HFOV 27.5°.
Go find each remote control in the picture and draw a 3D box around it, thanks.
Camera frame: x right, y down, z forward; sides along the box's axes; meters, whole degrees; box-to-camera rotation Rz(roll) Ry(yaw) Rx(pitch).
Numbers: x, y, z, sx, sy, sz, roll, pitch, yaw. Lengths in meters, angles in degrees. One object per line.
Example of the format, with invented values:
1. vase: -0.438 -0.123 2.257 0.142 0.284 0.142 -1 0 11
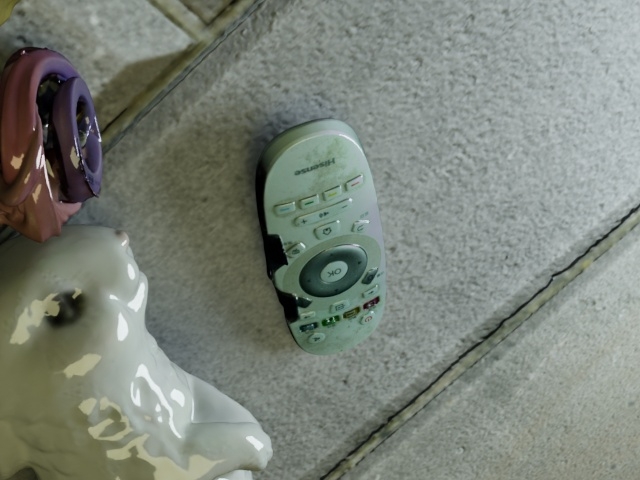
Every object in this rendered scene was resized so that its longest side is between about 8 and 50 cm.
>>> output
1. remote control: 0.001 0.002 1.013 0.097 0.045 0.256 -18 136 -10

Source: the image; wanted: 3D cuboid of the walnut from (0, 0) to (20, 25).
1. walnut: -0.238 -0.196 0.600 0.283 0.283 0.227 24 143 -38

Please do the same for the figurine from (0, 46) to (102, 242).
1. figurine: -0.208 -0.044 0.826 0.157 0.126 0.114 -30 91 -3

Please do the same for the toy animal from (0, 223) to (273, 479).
1. toy animal: -0.169 0.155 0.983 0.257 0.194 0.357 -18 121 21
